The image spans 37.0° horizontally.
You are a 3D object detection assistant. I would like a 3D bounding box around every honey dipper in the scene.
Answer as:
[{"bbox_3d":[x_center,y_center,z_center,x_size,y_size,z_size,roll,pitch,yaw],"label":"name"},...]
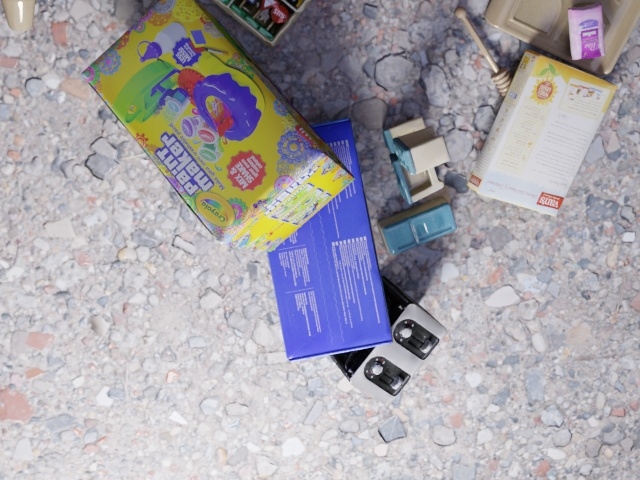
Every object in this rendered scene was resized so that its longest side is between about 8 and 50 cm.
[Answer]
[{"bbox_3d":[0.259,-0.301,1.517,0.030,0.030,0.160,-37,108,5],"label":"honey dipper"}]

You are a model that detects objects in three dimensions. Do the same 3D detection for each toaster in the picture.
[{"bbox_3d":[0.102,0.164,1.590,0.110,0.186,0.168,37,92,-23],"label":"toaster"}]

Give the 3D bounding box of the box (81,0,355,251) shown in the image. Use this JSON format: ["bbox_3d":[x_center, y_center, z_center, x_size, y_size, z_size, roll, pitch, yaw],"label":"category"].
[{"bbox_3d":[-0.127,-0.150,1.311,0.177,0.279,0.290,-41,82,6],"label":"box"}]

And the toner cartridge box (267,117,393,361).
[{"bbox_3d":[0.000,0.000,1.470,0.165,0.075,0.347,-10,86,2],"label":"toner cartridge box"}]

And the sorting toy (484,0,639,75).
[{"bbox_3d":[0.418,-0.439,1.490,0.229,0.041,0.307,22,105,-12],"label":"sorting toy"}]

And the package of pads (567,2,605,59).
[{"bbox_3d":[0.413,-0.325,1.488,0.050,0.032,0.083,-10,109,0],"label":"package of pads"}]

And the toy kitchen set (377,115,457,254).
[{"bbox_3d":[0.145,-0.070,1.506,0.122,0.166,0.207,-22,112,-2],"label":"toy kitchen set"}]

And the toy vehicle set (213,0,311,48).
[{"bbox_3d":[-0.123,-0.429,1.395,0.267,0.035,0.166,36,101,-20],"label":"toy vehicle set"}]

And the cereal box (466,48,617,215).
[{"bbox_3d":[0.359,-0.170,1.555,0.173,0.047,0.240,15,108,-28],"label":"cereal box"}]

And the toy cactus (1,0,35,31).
[{"bbox_3d":[-0.428,-0.386,1.337,0.219,0.112,0.180,0,129,-13],"label":"toy cactus"}]
